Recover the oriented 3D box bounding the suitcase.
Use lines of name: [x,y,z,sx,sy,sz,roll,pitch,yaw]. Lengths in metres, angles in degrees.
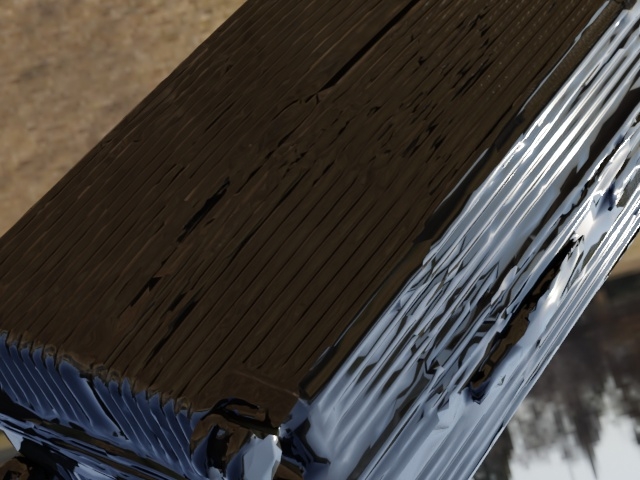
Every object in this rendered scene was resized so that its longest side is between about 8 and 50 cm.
suitcase: [0.000,0.000,0.688,0.230,0.152,0.335,15,-129,36]
